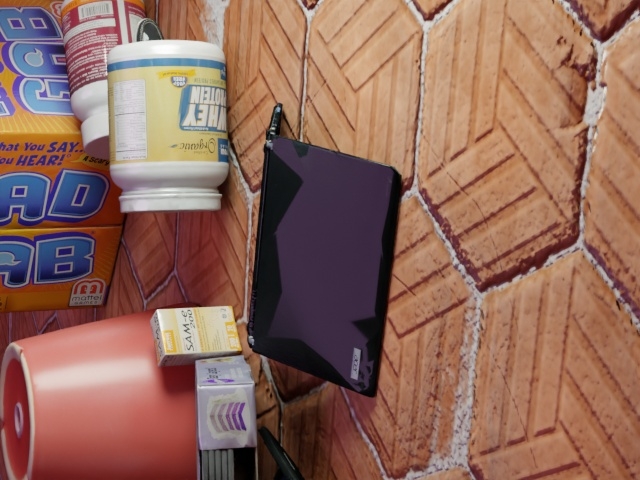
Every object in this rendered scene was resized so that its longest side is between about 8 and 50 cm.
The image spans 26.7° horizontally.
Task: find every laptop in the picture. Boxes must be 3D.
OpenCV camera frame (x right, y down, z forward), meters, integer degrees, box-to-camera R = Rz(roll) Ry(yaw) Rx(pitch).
[{"bbox_3d":[0.000,0.000,1.400,0.264,0.136,0.234,-86,3,-74],"label":"laptop"}]

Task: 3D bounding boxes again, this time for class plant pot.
[{"bbox_3d":[-0.272,0.219,1.723,0.275,0.243,0.275,178,90,-66],"label":"plant pot"}]

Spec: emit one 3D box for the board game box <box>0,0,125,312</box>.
[{"bbox_3d":[-0.517,-0.133,2.087,0.356,0.356,0.356,-117,35,-42],"label":"board game box"}]

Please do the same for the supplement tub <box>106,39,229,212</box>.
[{"bbox_3d":[-0.184,-0.134,1.628,0.144,0.144,0.199,179,89,-65],"label":"supplement tub"}]

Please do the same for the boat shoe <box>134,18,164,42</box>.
[{"bbox_3d":[-0.223,-0.240,1.820,0.038,0.046,0.125,177,88,-65],"label":"boat shoe"}]

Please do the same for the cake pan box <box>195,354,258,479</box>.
[{"bbox_3d":[-0.104,0.263,1.489,0.267,0.070,0.245,-159,66,-83],"label":"cake pan box"}]

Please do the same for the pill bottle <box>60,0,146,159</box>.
[{"bbox_3d":[-0.293,-0.233,1.882,0.121,0.121,0.221,142,123,-60],"label":"pill bottle"}]

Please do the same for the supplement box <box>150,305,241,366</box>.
[{"bbox_3d":[-0.151,0.115,1.626,0.036,0.098,0.062,127,134,-53],"label":"supplement box"}]

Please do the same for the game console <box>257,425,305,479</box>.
[{"bbox_3d":[-0.044,0.278,1.435,0.107,0.071,0.122,57,175,-37],"label":"game console"}]
